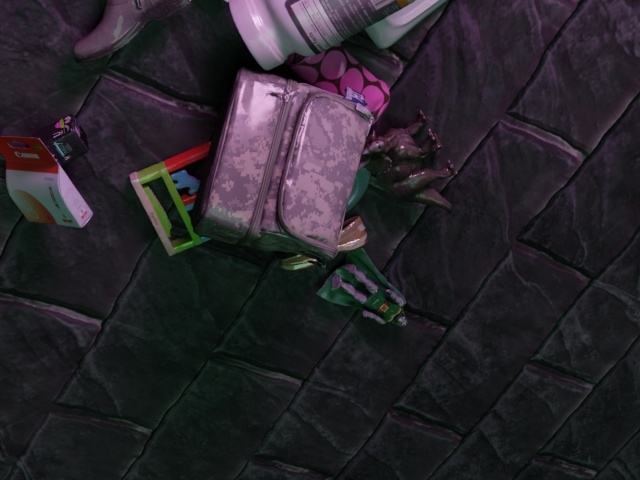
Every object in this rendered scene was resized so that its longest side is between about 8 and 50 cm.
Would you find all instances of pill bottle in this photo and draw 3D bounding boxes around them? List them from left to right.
[{"bbox_3d":[0.004,-0.397,1.641,0.278,0.162,0.162,-26,130,13],"label":"pill bottle"}]

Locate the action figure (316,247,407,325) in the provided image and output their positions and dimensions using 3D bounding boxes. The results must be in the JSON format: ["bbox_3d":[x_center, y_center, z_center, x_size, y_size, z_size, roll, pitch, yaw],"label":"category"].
[{"bbox_3d":[0.114,0.123,2.170,0.137,0.063,0.232,-44,130,11],"label":"action figure"}]

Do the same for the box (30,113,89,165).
[{"bbox_3d":[-0.452,-0.168,1.760,0.083,0.062,0.052,-26,130,2],"label":"box"}]

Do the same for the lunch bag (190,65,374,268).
[{"bbox_3d":[-0.061,-0.126,1.746,0.256,0.212,0.305,16,80,-12],"label":"lunch bag"}]

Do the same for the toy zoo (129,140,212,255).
[{"bbox_3d":[-0.187,-0.101,1.920,0.293,0.030,0.192,-23,129,-2],"label":"toy zoo"}]

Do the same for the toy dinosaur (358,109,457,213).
[{"bbox_3d":[0.164,-0.147,1.968,0.160,0.121,0.313,-29,143,10],"label":"toy dinosaur"}]

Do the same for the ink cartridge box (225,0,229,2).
[{"bbox_3d":[-0.163,-0.521,1.606,0.189,0.066,0.232,-41,131,13],"label":"ink cartridge box"}]

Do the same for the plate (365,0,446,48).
[{"bbox_3d":[0.151,-0.493,1.738,0.278,0.045,0.277,-36,129,10],"label":"plate"}]

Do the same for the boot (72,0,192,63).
[{"bbox_3d":[-0.330,-0.405,1.631,0.246,0.083,0.161,-29,112,16],"label":"boot"}]

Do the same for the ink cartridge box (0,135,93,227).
[{"bbox_3d":[-0.493,-0.100,1.753,0.045,0.145,0.179,-59,139,-30],"label":"ink cartridge box"}]

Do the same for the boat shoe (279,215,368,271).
[{"bbox_3d":[0.000,0.000,2.044,0.190,0.068,0.072,-23,117,-14],"label":"boat shoe"}]

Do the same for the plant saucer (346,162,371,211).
[{"bbox_3d":[0.021,-0.105,1.963,0.195,0.037,0.195,-17,132,-20],"label":"plant saucer"}]

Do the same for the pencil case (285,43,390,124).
[{"bbox_3d":[0.036,-0.295,1.819,0.209,0.095,0.098,36,93,-37],"label":"pencil case"}]
